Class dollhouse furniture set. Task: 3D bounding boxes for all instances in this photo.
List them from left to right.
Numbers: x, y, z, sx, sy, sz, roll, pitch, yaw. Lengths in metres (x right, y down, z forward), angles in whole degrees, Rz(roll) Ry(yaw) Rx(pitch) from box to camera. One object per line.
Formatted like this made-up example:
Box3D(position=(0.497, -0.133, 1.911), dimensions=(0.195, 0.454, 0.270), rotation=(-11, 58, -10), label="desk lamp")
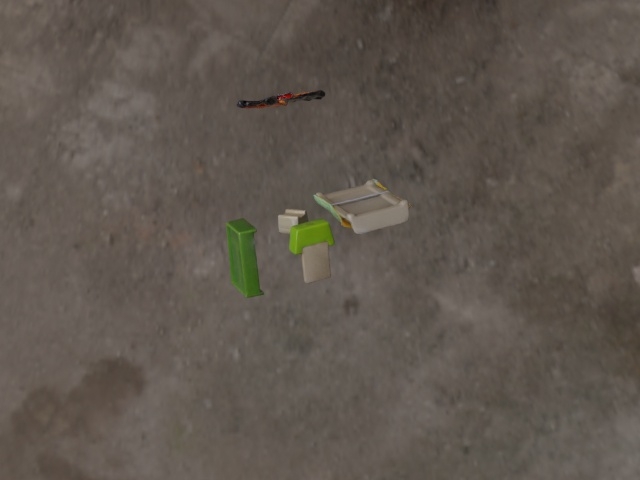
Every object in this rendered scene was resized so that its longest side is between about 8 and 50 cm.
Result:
Box3D(position=(0.000, 0.000, 1.132), dimensions=(0.151, 0.076, 0.059), rotation=(-14, 113, -21), label="dollhouse furniture set")

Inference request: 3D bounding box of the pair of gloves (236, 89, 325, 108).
Box3D(position=(-0.040, -0.145, 1.385), dimensions=(0.083, 0.074, 0.010), rotation=(-7, 92, 34), label="pair of gloves")
